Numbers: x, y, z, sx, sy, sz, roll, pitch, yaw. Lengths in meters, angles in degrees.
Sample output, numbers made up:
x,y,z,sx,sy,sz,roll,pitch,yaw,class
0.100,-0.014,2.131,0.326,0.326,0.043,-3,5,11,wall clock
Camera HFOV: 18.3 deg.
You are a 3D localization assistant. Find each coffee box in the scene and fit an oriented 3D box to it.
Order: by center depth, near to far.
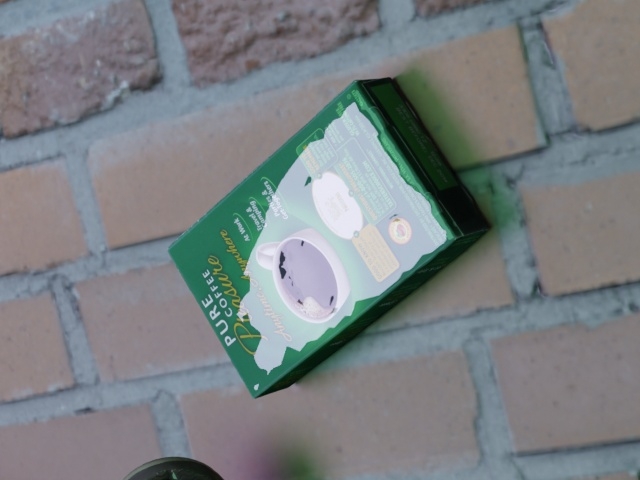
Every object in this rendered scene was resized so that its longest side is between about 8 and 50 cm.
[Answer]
x,y,z,sx,sy,sz,roll,pitch,yaw,class
0.000,0.000,1.165,0.184,0.040,0.113,-41,74,33,coffee box

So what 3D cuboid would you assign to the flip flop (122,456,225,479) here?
x,y,z,sx,sy,sz,roll,pitch,yaw,class
-0.083,0.258,1.240,0.080,0.112,0.277,-146,43,-65,flip flop
